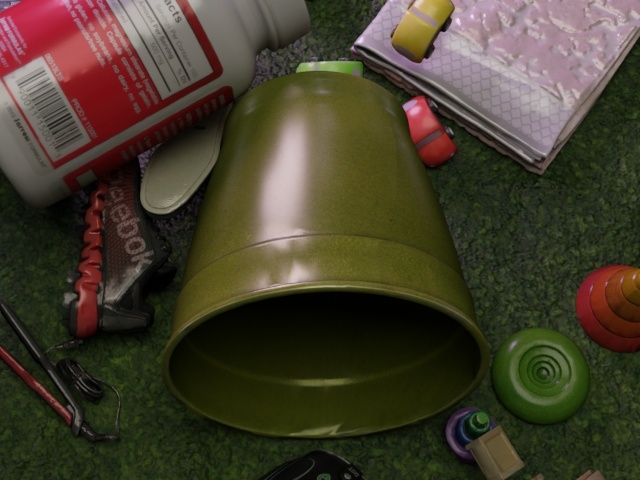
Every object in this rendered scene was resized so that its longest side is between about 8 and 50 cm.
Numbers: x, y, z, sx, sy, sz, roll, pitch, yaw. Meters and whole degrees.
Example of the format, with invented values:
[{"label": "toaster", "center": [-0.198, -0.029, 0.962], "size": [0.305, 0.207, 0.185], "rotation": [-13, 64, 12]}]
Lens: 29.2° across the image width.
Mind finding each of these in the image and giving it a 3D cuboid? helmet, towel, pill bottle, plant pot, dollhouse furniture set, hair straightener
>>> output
[{"label": "helmet", "center": [-0.025, 0.338, 1.419], "size": [0.169, 0.169, 0.161], "rotation": [42, 55, 13]}, {"label": "towel", "center": [0.257, -0.298, 1.736], "size": [0.332, 0.053, 0.317], "rotation": [33, 70, 9]}, {"label": "pill bottle", "center": [-0.228, -0.230, 1.491], "size": [0.407, 0.229, 0.229], "rotation": [-30, 73, -7]}, {"label": "plant pot", "center": [0.000, 0.000, 1.468], "size": [0.366, 0.366, 0.353], "rotation": [0, 57, -3]}, {"label": "dollhouse furniture set", "center": [0.258, 0.304, 1.478], "size": [0.161, 0.101, 0.182], "rotation": [-21, 75, -41]}, {"label": "hair straightener", "center": [-0.322, 0.156, 1.515], "size": [0.230, 0.047, 0.089], "rotation": [44, 71, 5]}]

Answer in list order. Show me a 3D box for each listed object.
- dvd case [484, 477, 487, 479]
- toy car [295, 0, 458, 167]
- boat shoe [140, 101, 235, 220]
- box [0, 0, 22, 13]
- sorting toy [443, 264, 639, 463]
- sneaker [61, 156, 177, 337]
[{"label": "dvd case", "center": [0.203, 0.355, 1.495], "size": [0.087, 0.013, 0.119], "rotation": [39, 72, 11]}, {"label": "toy car", "center": [0.071, -0.216, 1.660], "size": [0.225, 0.053, 0.239], "rotation": [0, 96, 13]}, {"label": "boat shoe", "center": [-0.164, -0.106, 1.592], "size": [0.084, 0.079, 0.233], "rotation": [13, 50, 11]}, {"label": "box", "center": [-0.471, -0.245, 1.660], "size": [0.307, 0.076, 0.242], "rotation": [6, 68, -1]}, {"label": "sorting toy", "center": [0.304, 0.139, 1.527], "size": [0.365, 0.126, 0.127], "rotation": [-37, 75, -16]}, {"label": "sneaker", "center": [-0.247, -0.001, 1.568], "size": [0.135, 0.098, 0.276], "rotation": [7, 64, -9]}]
